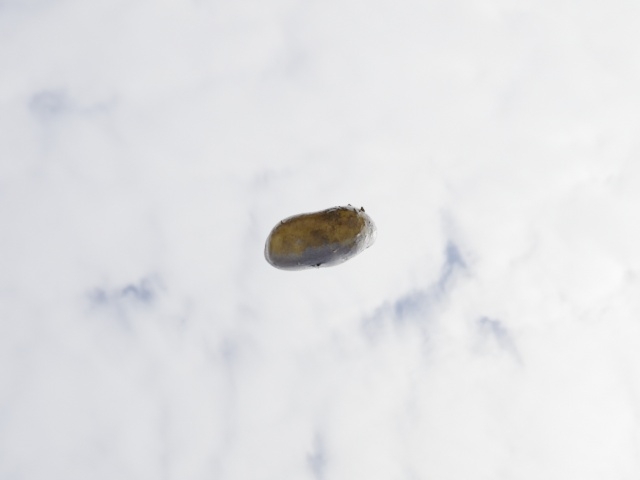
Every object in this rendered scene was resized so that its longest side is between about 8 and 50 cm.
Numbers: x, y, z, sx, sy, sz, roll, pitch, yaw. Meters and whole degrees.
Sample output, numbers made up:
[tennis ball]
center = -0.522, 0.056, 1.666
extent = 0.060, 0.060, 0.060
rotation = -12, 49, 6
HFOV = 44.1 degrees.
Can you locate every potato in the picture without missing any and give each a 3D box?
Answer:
[potato]
center = 0.000, 0.000, 0.563
extent = 0.083, 0.051, 0.040
rotation = -15, -125, -4
